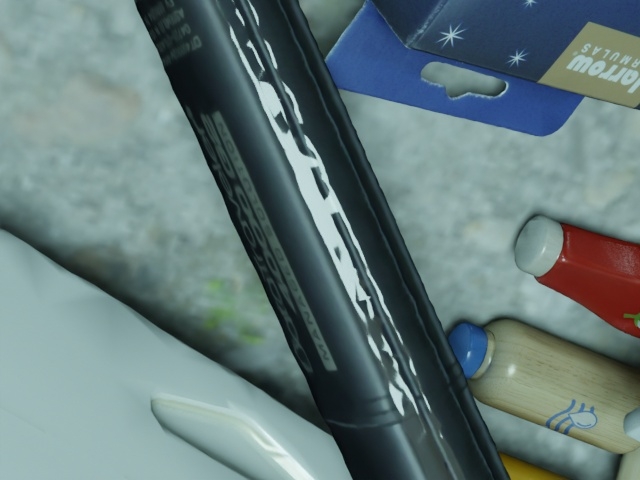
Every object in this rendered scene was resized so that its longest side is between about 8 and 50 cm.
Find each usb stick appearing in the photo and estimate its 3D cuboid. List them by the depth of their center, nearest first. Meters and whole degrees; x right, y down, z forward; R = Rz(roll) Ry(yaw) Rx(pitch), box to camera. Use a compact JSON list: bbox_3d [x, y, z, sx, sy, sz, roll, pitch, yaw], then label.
[{"bbox_3d":[0.000,0.000,0.500,0.045,0.077,0.278,-27,98,-20],"label":"usb stick"}]

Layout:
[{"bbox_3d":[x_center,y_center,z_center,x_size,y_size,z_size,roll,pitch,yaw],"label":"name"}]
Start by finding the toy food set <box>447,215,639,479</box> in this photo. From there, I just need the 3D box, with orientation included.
[{"bbox_3d":[0.125,0.046,0.565,0.105,0.111,0.232,22,145,-19],"label":"toy food set"}]

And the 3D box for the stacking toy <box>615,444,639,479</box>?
[{"bbox_3d":[0.296,0.164,0.670,0.330,0.141,0.141,26,113,-29],"label":"stacking toy"}]

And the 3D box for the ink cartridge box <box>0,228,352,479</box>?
[{"bbox_3d":[-0.153,0.218,0.572,0.279,0.160,0.385,34,118,-23],"label":"ink cartridge box"}]

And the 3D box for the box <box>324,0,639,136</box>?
[{"bbox_3d":[0.110,-0.119,0.481,0.136,0.036,0.225,8,130,-41],"label":"box"}]
